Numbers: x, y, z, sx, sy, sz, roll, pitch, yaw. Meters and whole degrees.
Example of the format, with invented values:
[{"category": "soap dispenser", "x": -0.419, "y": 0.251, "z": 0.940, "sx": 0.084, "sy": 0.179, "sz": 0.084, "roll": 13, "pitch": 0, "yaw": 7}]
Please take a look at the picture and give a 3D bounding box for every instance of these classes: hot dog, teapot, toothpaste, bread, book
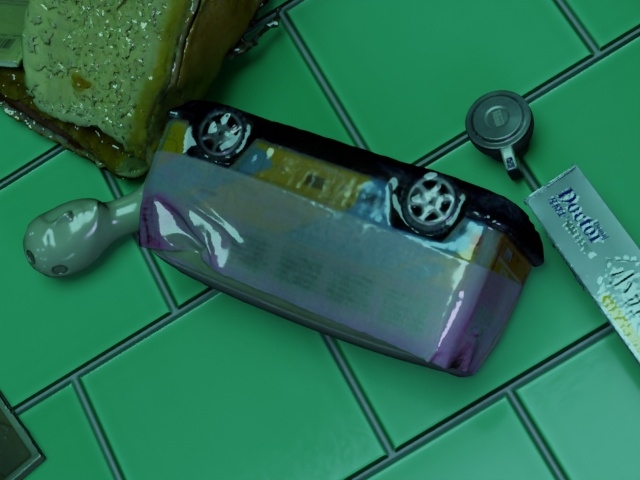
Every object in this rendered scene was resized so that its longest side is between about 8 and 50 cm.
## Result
[{"category": "hot dog", "x": -0.287, "y": -0.153, "z": 1.630, "sx": 0.289, "sy": 0.068, "sz": 0.083, "roll": 31, "pitch": 75, "yaw": 28}, {"category": "teapot", "x": 0.181, "y": -0.098, "z": 1.462, "sx": 0.066, "sy": 0.057, "sz": 0.088, "roll": -18, "pitch": 62, "yaw": 12}, {"category": "toothpaste", "x": 0.297, "y": 0.073, "z": 1.339, "sx": 0.071, "sy": 0.089, "sz": 0.313, "roll": -35, "pitch": 63, "yaw": 8}, {"category": "bread", "x": -0.157, "y": -0.275, "z": 1.608, "sx": 0.248, "sy": 0.279, "sz": 0.315, "roll": 22, "pitch": 109, "yaw": 20}, {"category": "book", "x": -0.370, "y": -0.265, "z": 1.688, "sx": 0.168, "sy": 0.013, "sz": 0.192, "roll": 8, "pitch": 48, "yaw": 21}]

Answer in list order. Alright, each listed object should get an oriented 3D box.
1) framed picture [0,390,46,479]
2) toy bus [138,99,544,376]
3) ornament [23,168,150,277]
[{"category": "framed picture", "x": -0.418, "y": 0.194, "z": 1.561, "sx": 0.184, "sy": 0.016, "sz": 0.250, "roll": -41, "pitch": 63, "yaw": -2}, {"category": "toy bus", "x": 0.000, "y": 0.000, "z": 1.420, "sx": 0.386, "sy": 0.171, "sz": 0.162, "roll": 20, "pitch": 80, "yaw": 24}, {"category": "ornament", "x": -0.235, "y": -0.016, "z": 1.552, "sx": 0.156, "sy": 0.081, "sz": 0.075, "roll": -21, "pitch": 61, "yaw": 4}]
